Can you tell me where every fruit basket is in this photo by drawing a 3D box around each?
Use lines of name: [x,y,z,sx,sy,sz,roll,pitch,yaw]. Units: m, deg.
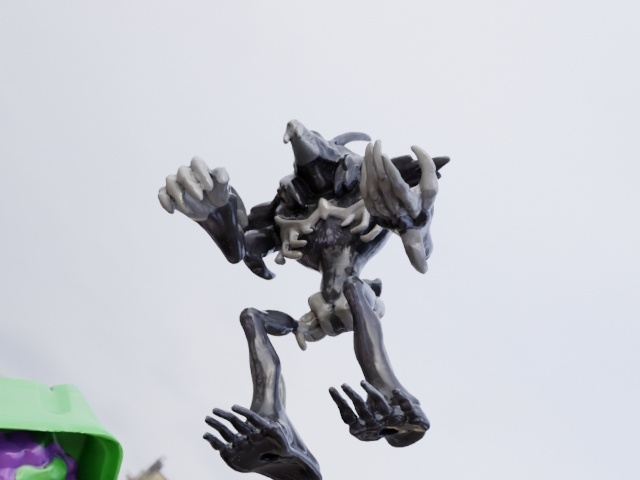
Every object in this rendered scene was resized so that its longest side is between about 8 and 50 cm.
fruit basket: [-0.357,0.375,1.276,0.283,0.391,0.392,9,-16,-19]

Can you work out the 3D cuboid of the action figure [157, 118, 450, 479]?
action figure: [0.000,0.000,0.668,0.275,0.164,0.141,-93,164,-45]
